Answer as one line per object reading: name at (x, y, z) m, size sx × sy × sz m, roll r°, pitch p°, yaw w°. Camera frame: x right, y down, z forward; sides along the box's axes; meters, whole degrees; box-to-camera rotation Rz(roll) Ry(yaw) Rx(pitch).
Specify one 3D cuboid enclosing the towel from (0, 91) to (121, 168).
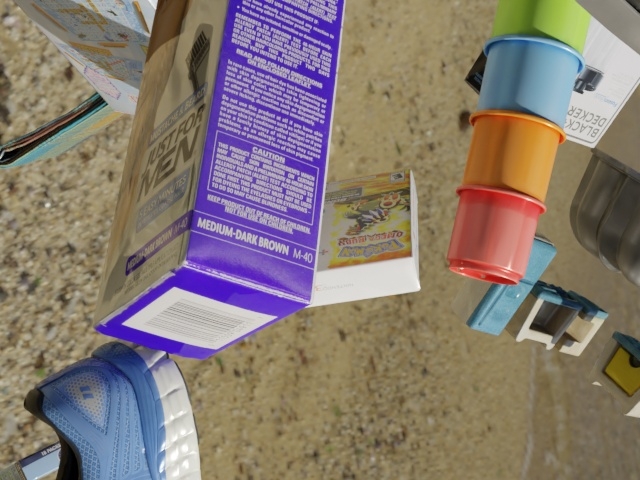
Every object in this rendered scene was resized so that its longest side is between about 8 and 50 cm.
towel at (-0.447, -0.224, 1.881) m, size 0.040 × 0.271 × 0.370 m, roll 60°, pitch 6°, yaw -7°

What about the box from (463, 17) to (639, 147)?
box at (0.306, -0.255, 1.084) m, size 0.169 × 0.290 × 0.087 m, roll 12°, pitch 30°, yaw -40°

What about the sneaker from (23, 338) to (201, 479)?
sneaker at (-0.163, 0.251, 0.818) m, size 0.147 × 0.129 × 0.330 m, roll -17°, pitch 94°, yaw -28°

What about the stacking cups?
stacking cups at (0.161, -0.124, 0.815) m, size 0.096 × 0.096 × 0.316 m, roll 26°, pitch 78°, yaw -47°

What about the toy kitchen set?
toy kitchen set at (0.283, 0.090, 1.091) m, size 0.207 × 0.122 × 0.166 m, roll 16°, pitch 22°, yaw -38°

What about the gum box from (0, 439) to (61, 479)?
gum box at (-0.433, 0.353, 1.620) m, size 0.157 × 0.184 × 0.041 m, roll -23°, pitch 83°, yaw -36°

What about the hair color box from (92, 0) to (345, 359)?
hair color box at (-0.075, -0.096, 0.786) m, size 0.110 × 0.185 × 0.339 m, roll 20°, pitch 62°, yaw -25°

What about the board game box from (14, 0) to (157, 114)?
board game box at (-0.236, -0.262, 1.172) m, size 0.066 × 0.318 × 0.318 m, roll -55°, pitch 133°, yaw -18°

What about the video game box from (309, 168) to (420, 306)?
video game box at (0.000, 0.000, 1.047) m, size 0.187 × 0.205 × 0.048 m, roll -85°, pitch 163°, yaw -56°

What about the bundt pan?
bundt pan at (0.463, 0.014, 1.287) m, size 0.330 × 0.124 × 0.331 m, roll 30°, pitch 12°, yaw -7°

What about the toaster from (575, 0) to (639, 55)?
toaster at (0.227, -0.222, 0.636) m, size 0.168 × 0.185 × 0.110 m, roll 41°, pitch 63°, yaw -8°
